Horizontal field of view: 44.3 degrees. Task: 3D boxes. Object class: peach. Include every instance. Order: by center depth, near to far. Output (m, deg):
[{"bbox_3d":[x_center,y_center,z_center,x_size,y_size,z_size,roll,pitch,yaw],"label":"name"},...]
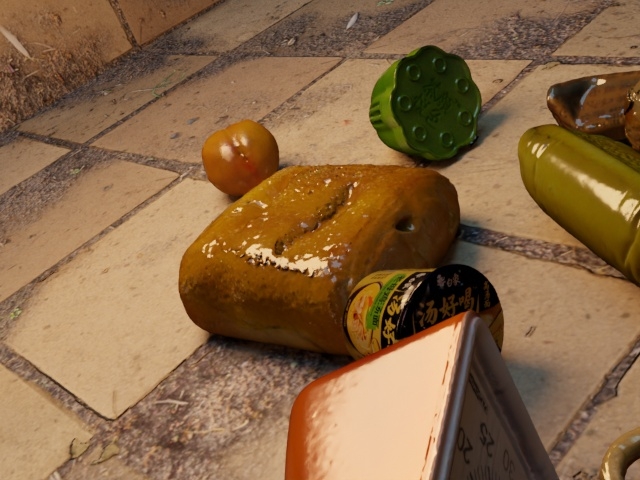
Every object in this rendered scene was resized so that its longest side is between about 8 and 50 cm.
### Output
[{"bbox_3d":[-0.137,-0.142,1.378,0.138,0.138,0.138,-16,31,10],"label":"peach"}]

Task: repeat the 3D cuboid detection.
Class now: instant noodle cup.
[{"bbox_3d":[0.104,0.093,0.843,0.151,0.151,0.122,-37,23,-23],"label":"instant noodle cup"}]

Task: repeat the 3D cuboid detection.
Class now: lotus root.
[{"bbox_3d":[0.146,-0.213,1.297,0.186,0.186,0.186,-16,31,10],"label":"lotus root"}]

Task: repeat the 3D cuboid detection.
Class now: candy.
[{"bbox_3d":[0.452,-0.174,1.044,0.271,0.143,0.101,-5,58,34],"label":"candy"}]

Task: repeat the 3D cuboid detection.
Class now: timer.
[{"bbox_3d":[0.085,0.228,0.525,0.161,0.257,0.250,-21,28,15],"label":"timer"}]

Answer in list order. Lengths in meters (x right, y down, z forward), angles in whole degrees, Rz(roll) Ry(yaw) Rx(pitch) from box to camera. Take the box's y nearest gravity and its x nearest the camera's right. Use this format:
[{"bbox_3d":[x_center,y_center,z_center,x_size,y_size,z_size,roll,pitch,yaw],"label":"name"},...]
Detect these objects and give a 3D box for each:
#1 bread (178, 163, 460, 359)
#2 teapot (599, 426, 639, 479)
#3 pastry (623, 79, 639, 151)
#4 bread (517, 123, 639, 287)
[{"bbox_3d":[-0.003,-0.007,1.054,0.337,0.148,0.328,7,41,39],"label":"bread"},{"bbox_3d":[0.295,0.204,0.469,0.167,0.203,0.311,-27,26,-5],"label":"teapot"},{"bbox_3d":[0.422,-0.161,0.912,0.153,0.153,0.081,-27,56,-8],"label":"pastry"},{"bbox_3d":[0.355,-0.020,0.867,0.166,0.112,0.383,9,23,-23],"label":"bread"}]
